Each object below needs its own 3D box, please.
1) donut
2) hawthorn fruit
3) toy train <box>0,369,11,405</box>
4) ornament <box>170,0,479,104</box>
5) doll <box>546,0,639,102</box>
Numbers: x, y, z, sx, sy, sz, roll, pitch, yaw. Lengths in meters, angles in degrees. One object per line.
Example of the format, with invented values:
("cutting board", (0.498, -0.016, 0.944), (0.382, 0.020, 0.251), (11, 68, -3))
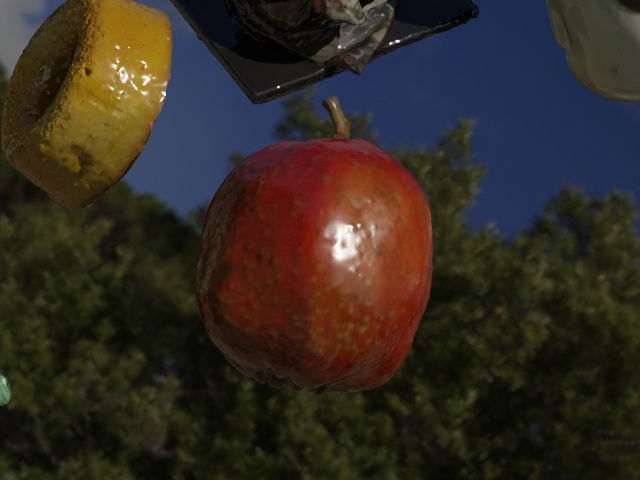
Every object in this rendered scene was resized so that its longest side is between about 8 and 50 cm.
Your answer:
("donut", (-0.295, -0.184, 1.792), (0.108, 0.277, 0.278), (28, -6, -33))
("hawthorn fruit", (0.000, 0.000, 1.215), (0.205, 0.253, 0.205), (12, -8, 2))
("toy train", (-0.501, 0.170, 1.647), (0.116, 0.286, 0.177), (-113, -174, -66))
("ornament", (-0.005, -0.204, 0.787), (0.166, 0.153, 0.196), (52, -24, 32))
("doll", (0.165, -0.164, 0.821), (0.180, 0.110, 0.107), (54, 7, -19))
